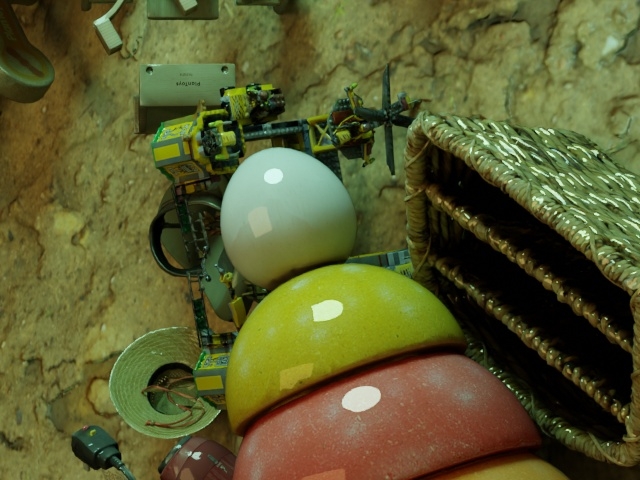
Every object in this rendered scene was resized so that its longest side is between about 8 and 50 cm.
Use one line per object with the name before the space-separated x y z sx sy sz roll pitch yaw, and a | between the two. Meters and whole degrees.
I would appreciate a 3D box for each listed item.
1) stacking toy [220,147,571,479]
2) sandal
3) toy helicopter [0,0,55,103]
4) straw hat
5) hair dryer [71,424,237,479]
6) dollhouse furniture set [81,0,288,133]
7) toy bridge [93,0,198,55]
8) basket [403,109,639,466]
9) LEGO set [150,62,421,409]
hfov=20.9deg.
stacking toy | 0.038 0.139 1.439 0.350 0.350 0.480 -30 73 41
sandal | -0.130 -0.007 1.818 0.303 0.086 0.120 -137 59 -67
toy helicopter | -0.425 -0.301 2.084 0.140 0.235 0.355 -52 54 30
straw hat | -0.158 0.170 1.894 0.144 0.144 0.061 50 164 36
hair dryer | -0.116 0.291 1.826 0.293 0.080 0.224 12 138 40
dollhouse furniture set | -0.145 -0.244 1.827 0.161 0.212 0.242 133 136 -81
toy bridge | -0.143 -0.256 1.732 0.063 0.188 0.026 60 170 3
basket | 0.192 0.052 1.428 0.299 0.223 0.213 42 116 39
LEGO set | 0.000 0.000 1.617 0.192 0.255 0.331 -10 84 45
